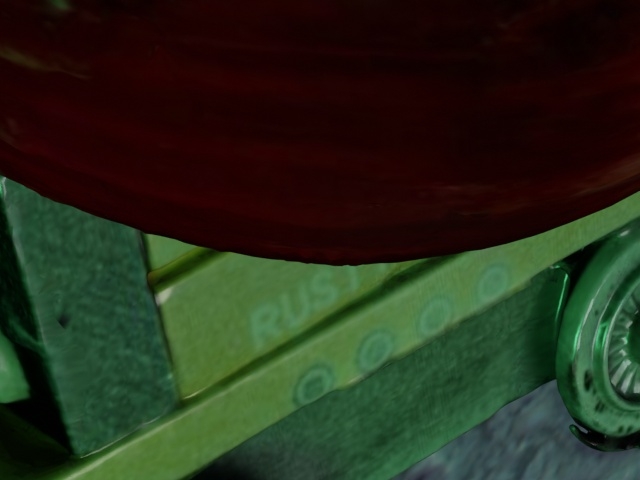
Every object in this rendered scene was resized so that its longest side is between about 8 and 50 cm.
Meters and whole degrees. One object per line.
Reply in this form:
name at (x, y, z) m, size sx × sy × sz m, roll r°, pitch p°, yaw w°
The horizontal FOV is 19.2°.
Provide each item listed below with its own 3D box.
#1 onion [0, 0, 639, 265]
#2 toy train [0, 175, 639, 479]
onion at (-0.008, -0.150, 0.454) m, size 0.341 × 0.341 × 0.341 m, roll -24°, pitch 133°, yaw -29°
toy train at (0.000, 0.000, 0.706) m, size 0.397 × 0.160 × 0.253 m, roll -28°, pitch 128°, yaw -26°
